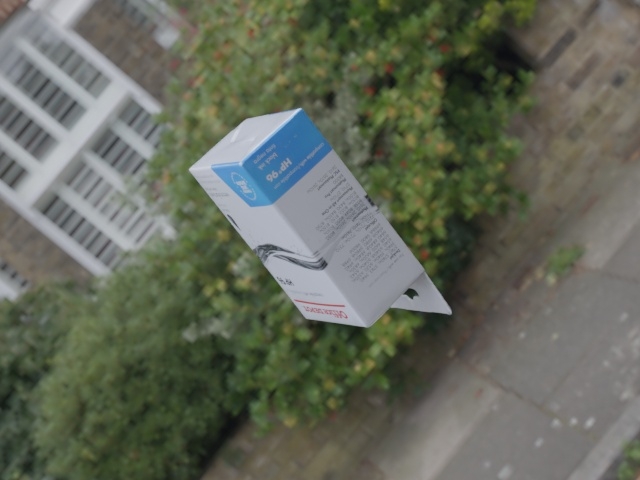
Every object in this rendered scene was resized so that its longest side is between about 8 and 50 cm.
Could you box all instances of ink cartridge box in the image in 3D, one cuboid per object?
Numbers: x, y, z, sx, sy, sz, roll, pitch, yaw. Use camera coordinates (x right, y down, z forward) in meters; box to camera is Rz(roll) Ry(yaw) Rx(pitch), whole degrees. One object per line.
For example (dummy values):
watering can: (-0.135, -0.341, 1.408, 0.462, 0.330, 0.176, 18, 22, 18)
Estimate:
ink cartridge box: (0.000, 0.000, 0.434, 0.028, 0.083, 0.048, -43, 17, -18)
